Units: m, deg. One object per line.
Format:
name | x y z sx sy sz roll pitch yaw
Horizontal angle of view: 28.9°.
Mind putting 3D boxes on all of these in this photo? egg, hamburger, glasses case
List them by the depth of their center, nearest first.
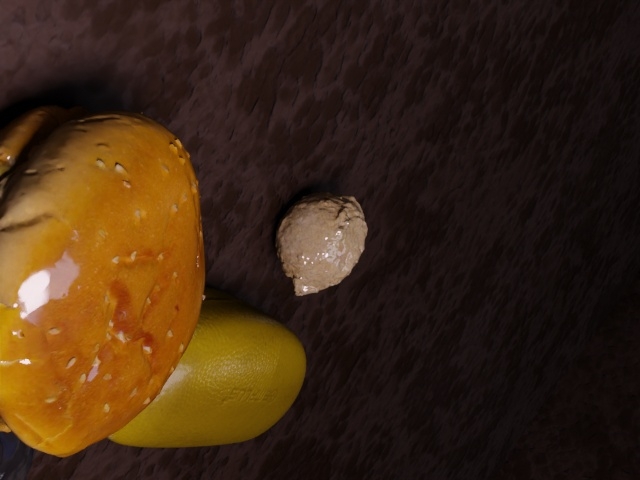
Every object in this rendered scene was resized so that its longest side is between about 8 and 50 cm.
hamburger | -0.214 0.031 1.103 0.314 0.170 0.290 -55 150 -38
glasses case | -0.133 0.150 1.441 0.173 0.141 0.371 -65 155 4
egg | 0.000 0.000 1.570 0.140 0.116 0.118 -54 155 -36

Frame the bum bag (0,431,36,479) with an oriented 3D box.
bum bag | -0.343 0.177 1.144 0.310 0.074 0.137 15 81 -65
